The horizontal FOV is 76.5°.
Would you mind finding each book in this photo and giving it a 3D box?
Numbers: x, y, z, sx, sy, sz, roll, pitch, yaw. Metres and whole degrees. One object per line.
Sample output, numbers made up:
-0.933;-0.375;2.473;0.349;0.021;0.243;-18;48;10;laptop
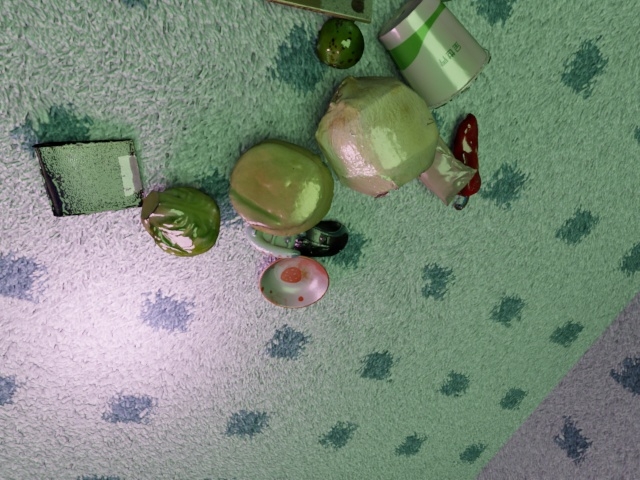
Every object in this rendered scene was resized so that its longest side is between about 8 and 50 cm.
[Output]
0.003;-0.735;1.111;0.311;0.021;0.216;2;93;-18;book

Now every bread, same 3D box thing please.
-0.119;-0.161;1.279;0.321;0.237;0.320;2;105;7;bread

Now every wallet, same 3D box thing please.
-0.681;-0.190;1.217;0.263;0.071;0.220;-8;114;-16;wallet

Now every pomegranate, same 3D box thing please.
0.069;-0.590;1.194;0.143;0.122;0.169;24;109;-23;pomegranate

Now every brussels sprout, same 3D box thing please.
-0.434;-0.060;1.280;0.244;0.244;0.243;-7;119;-13;brussels sprout

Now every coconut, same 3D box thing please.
0.159;-0.326;1.243;0.346;0.346;0.360;-33;101;2;coconut

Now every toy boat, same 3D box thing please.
-0.158;-0.012;1.407;0.208;0.079;0.134;15;80;7;toy boat

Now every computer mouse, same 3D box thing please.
0.000;0.000;1.499;0.234;0.096;0.137;2;117;-19;computer mouse

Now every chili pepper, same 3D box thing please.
0.543;-0.279;1.512;0.110;0.110;0.387;-18;121;-7;chili pepper

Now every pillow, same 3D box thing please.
0.424;-0.267;1.456;0.270;0.067;0.173;41;120;-6;pillow

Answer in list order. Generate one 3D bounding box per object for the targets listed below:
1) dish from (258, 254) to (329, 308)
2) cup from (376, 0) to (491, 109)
-0.099;0.136;1.533;0.261;0.085;0.260;-3;126;-4;dish
0.327;-0.575;1.223;0.274;0.253;0.253;41;100;-24;cup
